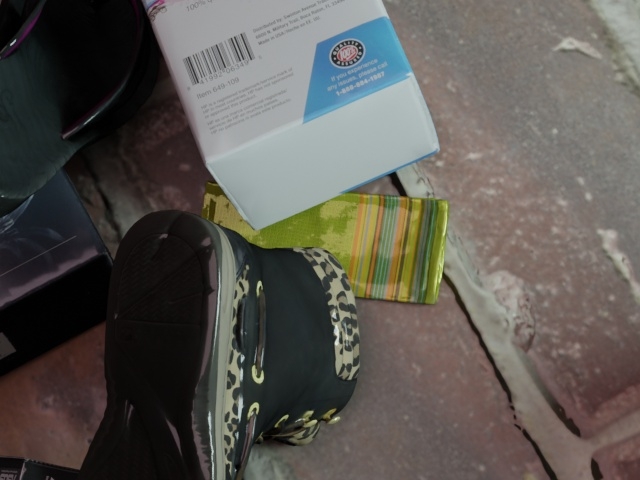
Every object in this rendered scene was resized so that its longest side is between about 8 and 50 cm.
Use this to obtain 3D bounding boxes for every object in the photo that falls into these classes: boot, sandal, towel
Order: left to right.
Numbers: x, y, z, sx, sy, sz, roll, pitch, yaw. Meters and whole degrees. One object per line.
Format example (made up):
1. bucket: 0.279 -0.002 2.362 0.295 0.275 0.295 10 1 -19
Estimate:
1. sandal: -0.223 -0.160 1.663 0.167 0.446 0.107 44 119 -13
2. boot: -0.083 0.166 1.608 0.138 0.284 0.377 4 90 25
3. towel: 0.000 0.000 1.768 0.237 0.021 0.102 5 77 11

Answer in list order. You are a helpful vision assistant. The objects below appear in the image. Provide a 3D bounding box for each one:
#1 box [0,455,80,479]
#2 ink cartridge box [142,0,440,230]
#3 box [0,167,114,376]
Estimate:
1. box: -0.295 0.297 1.632 0.060 0.270 0.216 16 78 -25
2. ink cartridge box: -0.039 -0.190 1.716 0.198 0.197 0.270 -23 69 4
3. box: -0.404 -0.012 1.734 0.343 0.179 0.312 -29 73 -7
